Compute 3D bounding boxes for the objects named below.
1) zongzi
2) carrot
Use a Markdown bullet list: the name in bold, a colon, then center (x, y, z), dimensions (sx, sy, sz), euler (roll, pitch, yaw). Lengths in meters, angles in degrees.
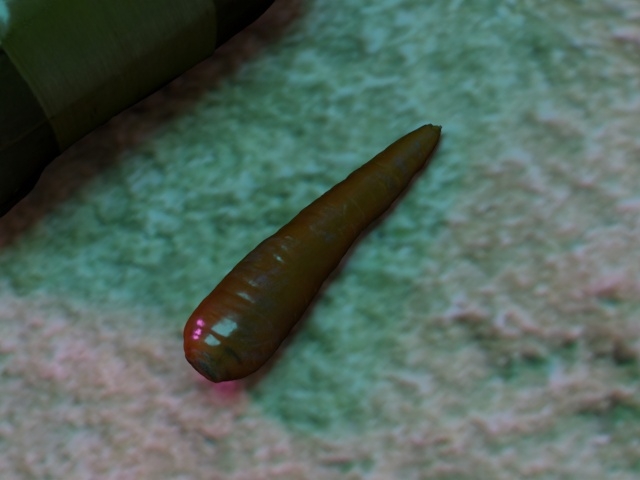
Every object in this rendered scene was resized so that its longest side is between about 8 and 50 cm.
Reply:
- **zongzi**: center (-0.198, -0.181, 1.190), dimensions (0.289, 0.154, 0.317), euler (-36, 50, -25)
- **carrot**: center (0.000, 0.000, 1.082), dimensions (0.048, 0.048, 0.216), euler (28, 59, 27)
